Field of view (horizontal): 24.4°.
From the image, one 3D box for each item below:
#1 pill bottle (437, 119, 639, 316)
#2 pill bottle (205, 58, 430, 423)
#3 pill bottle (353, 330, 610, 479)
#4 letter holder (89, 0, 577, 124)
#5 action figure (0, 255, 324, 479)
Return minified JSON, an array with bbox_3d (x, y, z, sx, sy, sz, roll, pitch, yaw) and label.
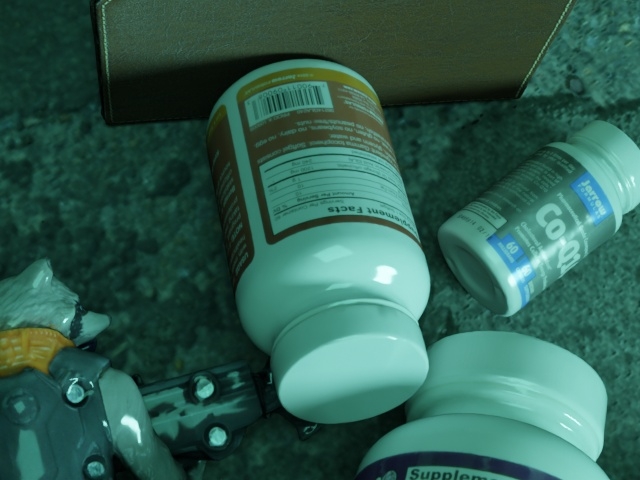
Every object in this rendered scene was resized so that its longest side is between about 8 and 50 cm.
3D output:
[{"bbox_3d":[0.154,-0.018,1.004,0.137,0.078,0.078,-37,81,-14],"label":"pill bottle"},{"bbox_3d":[0.000,0.000,0.925,0.121,0.121,0.216,-7,52,-8],"label":"pill bottle"},{"bbox_3d":[0.087,0.210,0.864,0.169,0.169,0.302,17,55,-1],"label":"pill bottle"},{"bbox_3d":[-0.001,-0.191,0.966,0.301,0.214,0.152,-4,74,-7],"label":"letter holder"},{"bbox_3d":[-0.108,0.158,0.875,0.341,0.178,0.330,-22,79,-15],"label":"action figure"}]
